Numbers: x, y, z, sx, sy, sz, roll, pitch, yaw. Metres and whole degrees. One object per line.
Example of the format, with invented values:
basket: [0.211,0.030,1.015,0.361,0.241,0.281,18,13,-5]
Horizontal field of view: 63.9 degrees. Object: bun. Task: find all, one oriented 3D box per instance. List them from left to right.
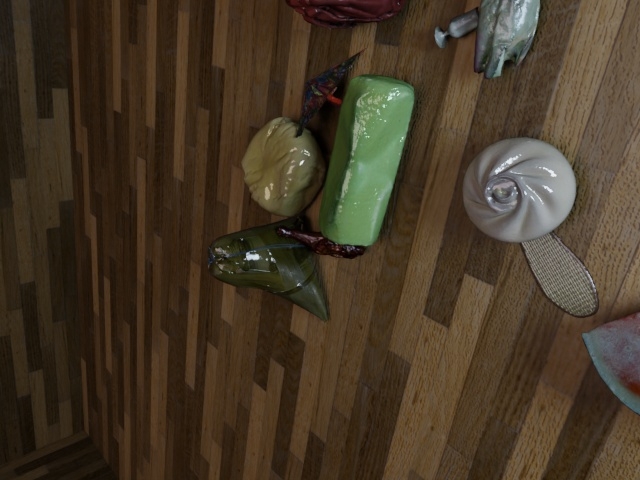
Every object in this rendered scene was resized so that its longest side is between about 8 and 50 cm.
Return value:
bun: [0.303,-0.079,0.810,0.173,0.120,0.172,7,100,40]

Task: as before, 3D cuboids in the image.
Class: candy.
candy: [0.084,-0.154,1.029,0.142,0.132,0.343,-94,15,-66]

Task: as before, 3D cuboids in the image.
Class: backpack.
backpack: [0.035,-0.453,0.925,0.229,0.229,0.138,30,124,37]

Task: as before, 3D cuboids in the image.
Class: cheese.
cheese: [-0.091,-0.176,1.211,0.214,0.117,0.225,49,126,30]

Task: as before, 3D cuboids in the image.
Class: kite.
kite: [0.008,-0.320,1.094,0.232,0.009,0.189,-53,37,14]

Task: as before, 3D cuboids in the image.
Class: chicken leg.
chicken leg: [0.004,0.002,1.160,0.205,0.093,0.053,6,79,29]

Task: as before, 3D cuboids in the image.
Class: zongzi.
zongzi: [-0.123,0.100,1.214,0.125,0.251,0.274,-20,87,64]

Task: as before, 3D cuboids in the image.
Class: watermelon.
watermelon: [0.526,0.146,0.667,0.318,0.148,0.226,11,91,58]

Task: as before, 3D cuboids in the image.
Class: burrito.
burrito: [0.294,-0.405,0.780,0.096,0.066,0.308,26,118,45]

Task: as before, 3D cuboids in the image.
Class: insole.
insole: [0.371,0.015,0.854,0.086,0.005,0.253,-41,71,43]

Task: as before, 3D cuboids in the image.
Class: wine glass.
wine glass: [0.236,-0.360,0.870,0.083,0.042,0.039,-11,122,45]
